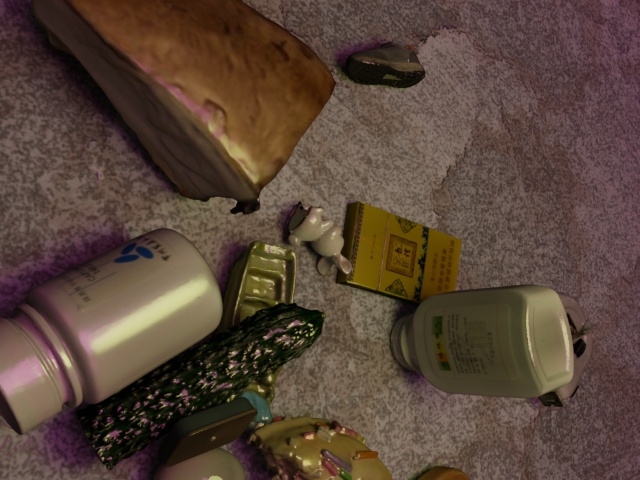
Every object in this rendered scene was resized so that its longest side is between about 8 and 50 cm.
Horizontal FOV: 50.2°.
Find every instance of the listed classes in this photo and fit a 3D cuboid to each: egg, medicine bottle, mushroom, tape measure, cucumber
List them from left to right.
[{"bbox_3d":[-0.285,0.113,0.881,0.293,0.170,0.170,-32,104,-35],"label":"medicine bottle"},{"bbox_3d":[-0.185,-0.273,0.972,0.397,0.224,0.313,46,63,-23],"label":"mushroom"},{"bbox_3d":[-0.172,0.347,0.978,0.135,0.103,0.103,10,78,-29],"label":"egg"},{"bbox_3d":[-0.153,0.183,0.949,0.359,0.096,0.096,-30,103,-15],"label":"cucumber"},{"bbox_3d":[0.266,0.175,1.190,0.124,0.324,0.179,-9,87,-38],"label":"medicine bottle"},{"bbox_3d":[0.515,0.213,1.506,0.236,0.120,0.197,-43,108,-37],"label":"tape measure"}]

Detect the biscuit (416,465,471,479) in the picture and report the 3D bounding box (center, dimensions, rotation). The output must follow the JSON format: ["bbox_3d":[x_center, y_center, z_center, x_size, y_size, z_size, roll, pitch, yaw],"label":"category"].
[{"bbox_3d":[0.264,0.590,1.305,0.287,0.057,0.343,-28,101,-35],"label":"biscuit"}]

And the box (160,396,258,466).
[{"bbox_3d":[-0.153,0.259,0.934,0.126,0.091,0.031,-10,55,-42],"label":"box"}]

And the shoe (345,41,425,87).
[{"bbox_3d":[0.119,-0.344,1.310,0.195,0.074,0.077,-2,74,-40],"label":"shoe"}]

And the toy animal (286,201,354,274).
[{"bbox_3d":[0.003,-0.006,1.173,0.124,0.071,0.085,38,63,-28],"label":"toy animal"}]

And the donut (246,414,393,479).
[{"bbox_3d":[0.002,0.471,1.064,0.307,0.150,0.370,22,71,-33],"label":"donut"}]

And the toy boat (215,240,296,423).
[{"bbox_3d":[-0.106,0.142,1.071,0.111,0.084,0.276,16,72,-32],"label":"toy boat"}]

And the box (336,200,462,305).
[{"bbox_3d":[0.157,0.037,1.306,0.279,0.041,0.153,18,75,-35],"label":"box"}]
